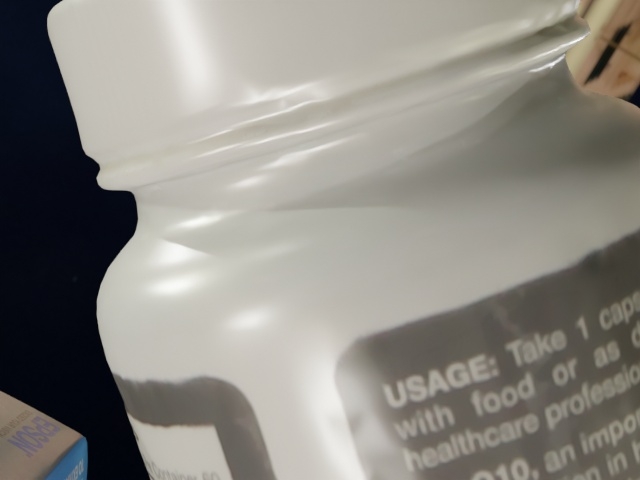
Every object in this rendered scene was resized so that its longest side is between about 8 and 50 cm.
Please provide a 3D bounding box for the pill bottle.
[{"bbox_3d":[0.044,0.070,0.425,0.204,0.204,0.361,-27,-77,-50],"label":"pill bottle"}]

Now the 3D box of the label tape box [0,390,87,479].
[{"bbox_3d":[-0.179,0.113,0.441,0.333,0.106,0.240,29,-177,-1],"label":"label tape box"}]
